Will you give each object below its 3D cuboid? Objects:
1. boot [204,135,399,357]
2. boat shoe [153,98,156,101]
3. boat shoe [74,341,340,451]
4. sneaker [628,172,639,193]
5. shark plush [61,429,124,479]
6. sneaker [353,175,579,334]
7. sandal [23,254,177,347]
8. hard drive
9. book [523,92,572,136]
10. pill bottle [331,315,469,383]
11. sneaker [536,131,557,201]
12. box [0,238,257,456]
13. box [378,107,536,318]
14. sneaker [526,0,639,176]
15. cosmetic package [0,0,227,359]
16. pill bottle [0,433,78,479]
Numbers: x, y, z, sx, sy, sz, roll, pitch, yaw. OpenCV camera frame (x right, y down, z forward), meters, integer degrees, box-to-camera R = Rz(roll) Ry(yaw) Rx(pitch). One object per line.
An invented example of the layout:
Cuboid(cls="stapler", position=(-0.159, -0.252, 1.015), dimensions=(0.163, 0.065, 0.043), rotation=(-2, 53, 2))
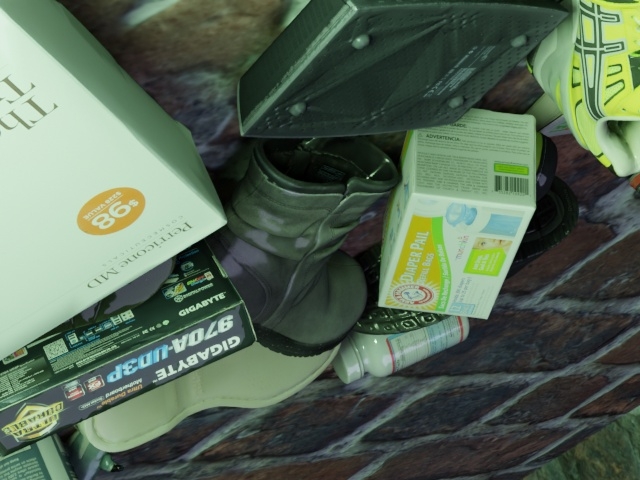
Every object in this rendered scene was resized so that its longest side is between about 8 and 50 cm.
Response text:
Cuboid(cls="boot", position=(0.000, 0.000, 1.493), dimensions=(0.223, 0.118, 0.338), rotation=(-46, 162, 23))
Cuboid(cls="boat shoe", position=(-0.159, -0.039, 1.240), dimensions=(0.063, 0.059, 0.170), rotation=(-15, 157, -33))
Cuboid(cls="boat shoe", position=(-0.123, 0.121, 1.650), dimensions=(0.324, 0.097, 0.116), rotation=(-18, 119, -35))
Cuboid(cls="sneaker", position=(0.437, -0.060, 1.987), dimensions=(0.158, 0.065, 0.061), rotation=(-7, 152, -45))
Cuboid(cls="shark plush", position=(-0.241, 0.237, 1.828), dimensions=(0.161, 0.067, 0.073), rotation=(-31, 161, 10))
Cuboid(cls="sneaker", position=(0.152, 0.031, 1.785), dimensions=(0.286, 0.109, 0.130), rotation=(-24, 167, -5))
Cuboid(cls="sandal", position=(-0.257, 0.029, 1.214), dimensions=(0.303, 0.086, 0.120), rotation=(-14, 127, -6))
Cuboid(cls="hard drive", position=(0.062, -0.148, 1.268), dimensions=(0.254, 0.054, 0.172), rotation=(-8, 152, -45))
Cuboid(cls="book", position=(0.273, -0.139, 1.621), dimensions=(0.144, 0.035, 0.096), rotation=(-11, 159, -42))
Cuboid(cls="pill bottle", position=(0.089, 0.109, 1.917), dimensions=(0.160, 0.087, 0.087), rotation=(-22, 160, -14))
Cuboid(cls="sneaker", position=(0.145, -0.056, 1.626), dimensions=(0.097, 0.084, 0.235), rotation=(18, 145, -19))
Cuboid(cls="box", position=(-0.184, 0.058, 1.281), dimensions=(0.220, 0.175, 0.051), rotation=(-25, 132, -11))
Cuboid(cls="box", position=(0.123, -0.023, 1.504), dimensions=(0.114, 0.103, 0.203), rotation=(7, 147, -3))
Cuboid(cls="sneaker", position=(0.276, -0.187, 1.317), dimensions=(0.145, 0.147, 0.385), rotation=(-23, 159, -8))
Cuboid(cls="cosmetic package", position=(-0.287, -0.006, 1.012), dimensions=(0.377, 0.097, 0.284), rotation=(-31, 149, 9))
Cuboid(cls="pill bottle", position=(-0.299, 0.286, 1.702), dimensions=(0.108, 0.180, 0.108), rotation=(-24, 160, -9))
